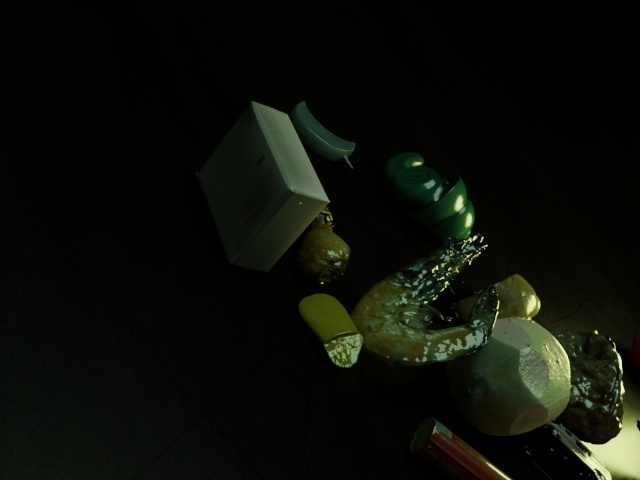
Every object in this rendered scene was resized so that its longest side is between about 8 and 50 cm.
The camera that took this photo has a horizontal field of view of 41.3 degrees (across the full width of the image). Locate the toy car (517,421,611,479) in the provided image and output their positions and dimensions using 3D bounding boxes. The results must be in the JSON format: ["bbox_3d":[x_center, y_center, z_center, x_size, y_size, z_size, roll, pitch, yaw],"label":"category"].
[{"bbox_3d":[0.492,0.435,1.718,0.210,0.089,0.108,43,28,-1],"label":"toy car"}]

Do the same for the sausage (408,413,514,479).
[{"bbox_3d":[0.276,0.416,1.491,0.264,0.083,0.083,39,28,-8],"label":"sausage"}]

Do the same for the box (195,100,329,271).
[{"bbox_3d":[-0.116,-0.103,1.594,0.106,0.203,0.251,16,37,-40],"label":"box"}]

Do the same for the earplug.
[{"bbox_3d":[0.281,-0.111,2.195,0.280,0.164,0.257,53,-8,-2],"label":"earplug"}]

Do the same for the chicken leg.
[{"bbox_3d":[0.002,-0.002,1.733,0.107,0.087,0.251,22,28,-17],"label":"chicken leg"}]

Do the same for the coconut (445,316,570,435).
[{"bbox_3d":[0.357,0.262,1.643,0.230,0.227,0.227,-1,49,-46],"label":"coconut"}]

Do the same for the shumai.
[{"bbox_3d":[0.501,0.317,1.871,0.283,0.217,0.346,1,28,-8],"label":"shumai"}]

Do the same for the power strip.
[{"bbox_3d":[0.008,-0.259,2.134,0.216,0.044,0.137,40,29,-1],"label":"power strip"}]

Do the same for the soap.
[{"bbox_3d":[0.024,0.159,1.553,0.089,0.033,0.168,-19,50,-28],"label":"soap"}]

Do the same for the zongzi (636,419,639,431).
[{"bbox_3d":[0.908,0.536,1.960,0.384,0.319,0.362,-15,63,-36],"label":"zongzi"}]

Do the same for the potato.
[{"bbox_3d":[0.432,0.160,1.986,0.243,0.098,0.138,-20,79,-43],"label":"potato"}]

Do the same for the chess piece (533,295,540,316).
[{"bbox_3d":[0.487,0.152,2.139,0.122,0.066,0.066,17,36,-27],"label":"chess piece"}]

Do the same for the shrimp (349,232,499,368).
[{"bbox_3d":[0.240,0.108,1.664,0.272,0.085,0.445,15,38,32],"label":"shrimp"}]

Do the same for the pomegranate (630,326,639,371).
[{"bbox_3d":[0.991,0.309,2.389,0.221,0.221,0.257,45,21,6],"label":"pomegranate"}]
